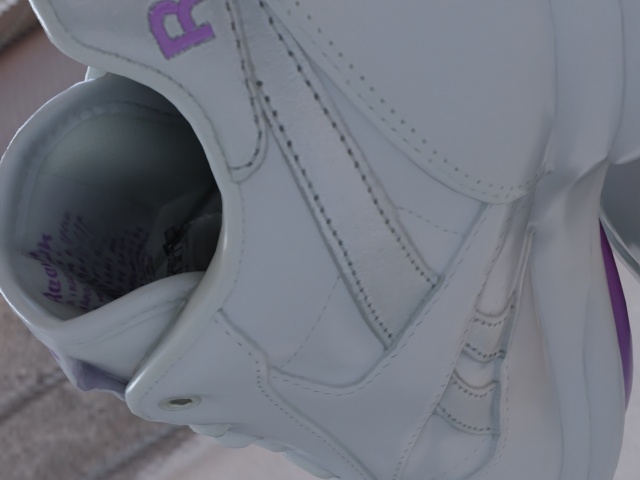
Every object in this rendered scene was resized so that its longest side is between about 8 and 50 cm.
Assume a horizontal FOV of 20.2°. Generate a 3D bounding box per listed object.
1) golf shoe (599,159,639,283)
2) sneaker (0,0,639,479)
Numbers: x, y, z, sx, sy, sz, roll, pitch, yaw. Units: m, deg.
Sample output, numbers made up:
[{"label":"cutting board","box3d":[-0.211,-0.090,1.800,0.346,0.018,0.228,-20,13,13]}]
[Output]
[{"label":"golf shoe","box3d":[0.088,-0.091,0.508,0.115,0.306,0.140,-34,-43,15]},{"label":"sneaker","box3d":[0.000,0.000,0.432,0.152,0.114,0.305,-19,-33,-10]}]
